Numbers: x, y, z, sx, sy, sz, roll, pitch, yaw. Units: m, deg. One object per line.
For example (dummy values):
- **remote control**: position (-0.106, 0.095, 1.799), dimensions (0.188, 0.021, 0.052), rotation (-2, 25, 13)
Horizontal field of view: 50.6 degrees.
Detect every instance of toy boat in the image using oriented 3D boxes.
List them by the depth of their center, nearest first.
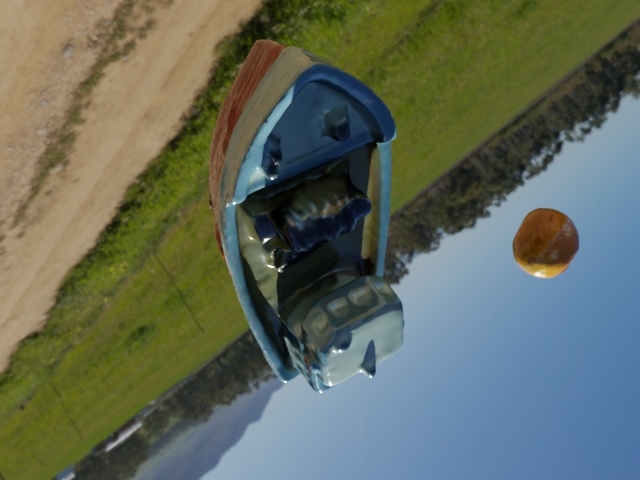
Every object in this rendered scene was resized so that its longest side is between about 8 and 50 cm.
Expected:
- **toy boat**: position (0.000, 0.000, 0.523), dimensions (0.145, 0.133, 0.332), rotation (-26, 138, -18)

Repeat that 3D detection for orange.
- **orange**: position (0.260, 0.003, 0.780), dimensions (0.083, 0.070, 0.083), rotation (-58, 168, -19)
